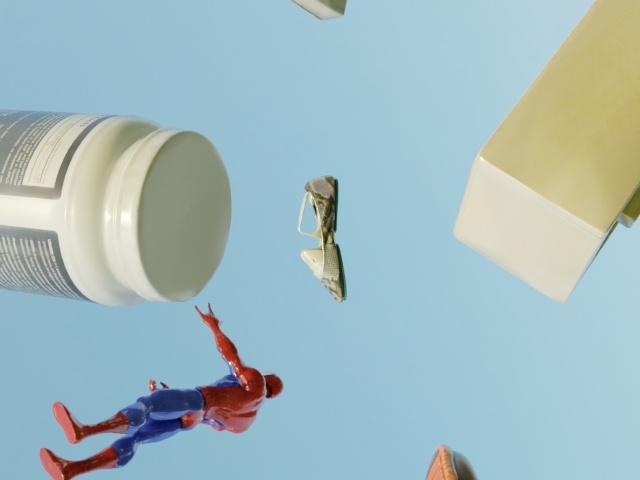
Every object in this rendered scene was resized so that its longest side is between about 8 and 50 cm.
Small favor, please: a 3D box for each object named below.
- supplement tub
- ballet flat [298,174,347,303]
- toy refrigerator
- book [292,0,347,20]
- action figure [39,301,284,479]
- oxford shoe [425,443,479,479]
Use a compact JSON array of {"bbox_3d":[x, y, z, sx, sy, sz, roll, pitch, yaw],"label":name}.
[{"bbox_3d":[-0.248,-0.035,1.092,0.191,0.272,0.191,-23,-64,-61],"label":"supplement tub"},{"bbox_3d":[0.000,0.000,0.956,0.041,0.041,0.114,-2,-94,-44],"label":"ballet flat"},{"bbox_3d":[0.200,-0.097,0.684,0.094,0.102,0.269,34,-113,14],"label":"toy refrigerator"},{"bbox_3d":[-0.005,-0.314,1.108,0.096,0.035,0.144,24,-107,-43],"label":"book"},{"bbox_3d":[-0.164,0.151,1.109,0.280,0.091,0.139,-5,-140,-42],"label":"action figure"},{"bbox_3d":[0.204,0.393,1.264,0.132,0.130,0.364,6,-142,-14],"label":"oxford shoe"}]
